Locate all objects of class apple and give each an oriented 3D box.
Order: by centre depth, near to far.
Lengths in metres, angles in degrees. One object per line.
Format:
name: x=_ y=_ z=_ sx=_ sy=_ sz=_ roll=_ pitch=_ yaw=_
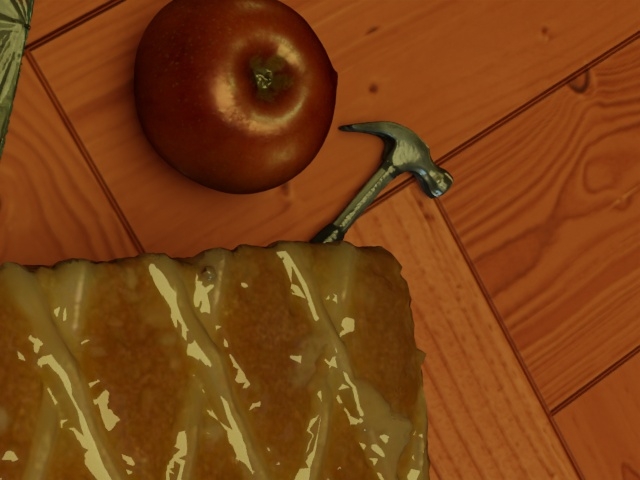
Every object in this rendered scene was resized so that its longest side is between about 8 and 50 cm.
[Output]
apple: x=-0.064 y=-0.115 z=1.102 sx=0.163 sy=0.139 sz=0.163 roll=0 pitch=90 yaw=-20

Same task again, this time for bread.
bread: x=-0.134 y=0.193 z=0.957 sx=0.371 sy=0.279 sz=0.390 roll=-4 pitch=85 yaw=-34

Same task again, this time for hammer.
hammer: x=0.000 y=0.000 z=1.190 sx=0.103 sy=0.029 sz=0.246 roll=46 pitch=75 yaw=-16

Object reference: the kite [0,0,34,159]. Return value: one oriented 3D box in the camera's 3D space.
kite: x=-0.328 y=-0.178 z=1.061 sx=0.314 sy=0.011 sz=0.335 roll=-39 pitch=103 yaw=-18
